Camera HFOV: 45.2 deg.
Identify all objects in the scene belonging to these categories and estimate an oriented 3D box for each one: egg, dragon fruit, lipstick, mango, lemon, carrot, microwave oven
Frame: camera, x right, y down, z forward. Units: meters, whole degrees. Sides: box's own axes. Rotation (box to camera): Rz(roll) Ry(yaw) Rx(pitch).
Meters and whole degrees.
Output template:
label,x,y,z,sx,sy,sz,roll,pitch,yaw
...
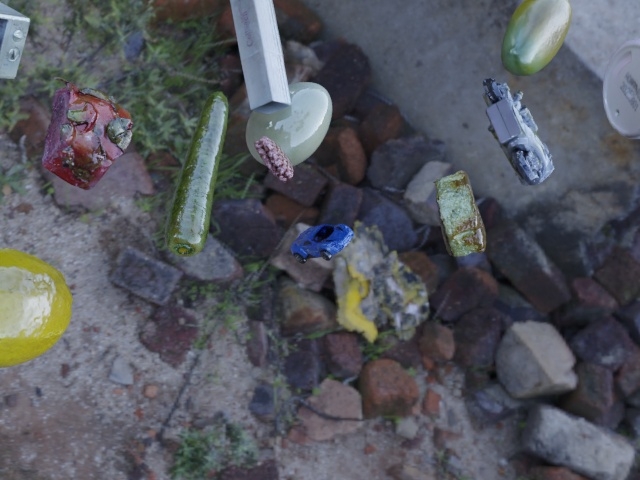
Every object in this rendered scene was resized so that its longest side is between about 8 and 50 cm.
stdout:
label,x,y,z,sx,sy,sz,roll,pitch,yaw
egg,-0.078,-0.299,1.975,0.189,0.188,0.253,39,100,-28
dragon fruit,-0.300,-0.150,1.004,0.102,0.096,0.147,18,66,-31
lipstick,-0.150,-0.491,1.830,0.080,0.076,0.371,1,75,-55
mango,0.390,-0.375,1.402,0.194,0.092,0.130,-47,142,-34
lemon,-0.537,0.114,1.303,0.260,0.204,0.204,2,78,-60
carrot,-0.212,-0.131,1.362,0.074,0.074,0.358,30,51,-33
microwave oven,-0.710,-0.398,1.438,0.240,0.194,0.145,-20,135,-64

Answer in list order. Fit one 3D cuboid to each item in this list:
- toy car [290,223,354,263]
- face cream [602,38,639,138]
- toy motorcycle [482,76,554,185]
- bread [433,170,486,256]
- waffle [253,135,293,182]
label,x,y,z,sx,sy,sz,roll,pitch,yaw
toy car,0.000,0.000,1.926,0.063,0.216,0.103,51,62,-17
face cream,0.464,-0.159,0.777,0.346,0.102,0.101,-4,81,-13
toy motorcycle,0.336,-0.167,1.288,0.152,0.073,0.225,32,37,-47
bread,0.245,-0.049,1.358,0.140,0.069,0.127,-77,148,-59
waffle,-0.067,-0.119,1.127,0.075,0.029,0.083,54,10,4
